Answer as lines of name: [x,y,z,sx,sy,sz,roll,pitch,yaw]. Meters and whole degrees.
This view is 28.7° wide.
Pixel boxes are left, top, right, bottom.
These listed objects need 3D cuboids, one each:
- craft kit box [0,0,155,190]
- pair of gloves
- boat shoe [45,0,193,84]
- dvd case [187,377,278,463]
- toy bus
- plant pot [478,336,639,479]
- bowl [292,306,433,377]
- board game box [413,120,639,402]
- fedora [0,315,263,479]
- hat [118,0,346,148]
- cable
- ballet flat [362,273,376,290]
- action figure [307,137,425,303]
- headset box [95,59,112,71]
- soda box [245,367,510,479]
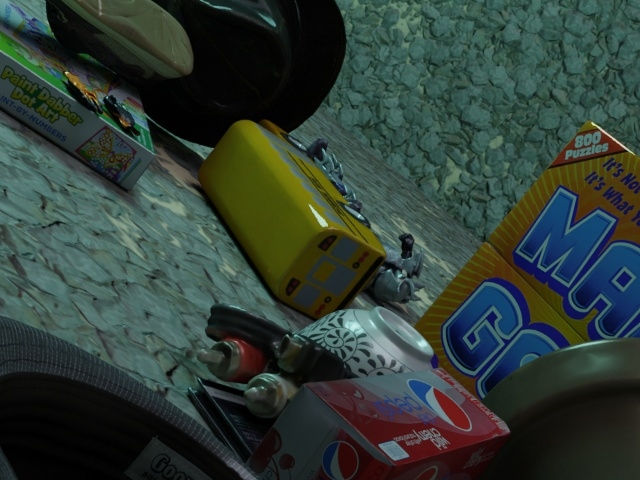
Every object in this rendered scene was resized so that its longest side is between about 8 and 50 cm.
craft kit box: [-0.299,-0.178,1.347,0.247,0.061,0.250,31,12,-23]
pair of gloves: [-0.222,-0.142,1.281,0.083,0.010,0.074,30,14,-43]
boat shoe: [-0.260,-0.253,1.401,0.285,0.092,0.103,32,40,-48]
dvd case: [0.009,0.193,0.928,0.164,0.018,0.221,25,17,-48]
toy bus: [-0.045,-0.039,1.473,0.130,0.108,0.332,28,15,-38]
plant pot: [0.246,0.245,0.995,0.263,0.263,0.229,35,30,-21]
bowl: [0.059,0.118,1.240,0.170,0.080,0.170,36,11,-8]
board game box: [0.374,0.158,1.383,0.356,0.356,0.356,30,14,-39]
fedora: [-0.087,0.151,0.488,0.244,0.124,0.275,46,4,24]
hat: [-0.129,-0.251,1.568,0.331,0.331,0.134,36,20,-14]
cable: [-0.011,0.124,1.029,0.139,0.072,0.287,24,-9,26]
ballet flat: [0.000,0.000,1.592,0.250,0.084,0.058,49,-28,47]
action figure: [0.053,-0.011,1.720,0.185,0.099,0.285,40,10,-49]
headset box: [-0.306,-0.258,1.706,0.083,0.032,0.062,35,11,-14]
soda box: [0.047,0.155,0.898,0.083,0.092,0.263,39,13,22]
